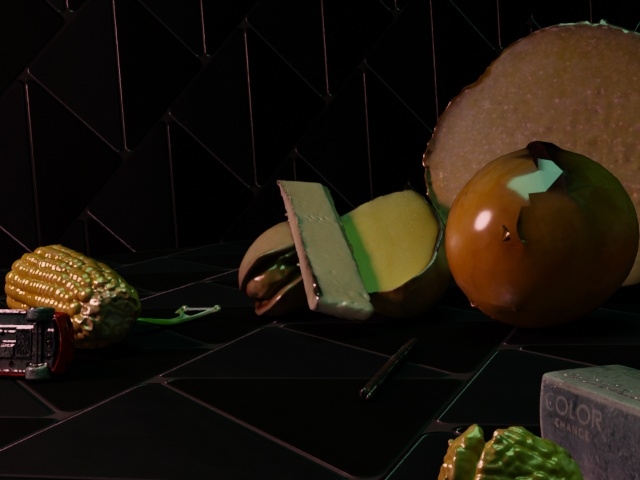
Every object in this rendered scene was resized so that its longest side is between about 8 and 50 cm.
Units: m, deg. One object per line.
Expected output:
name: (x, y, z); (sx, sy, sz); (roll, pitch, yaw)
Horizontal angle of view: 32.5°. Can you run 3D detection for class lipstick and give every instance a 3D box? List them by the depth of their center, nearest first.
lipstick: (0.221, 0.129, 0.649); (0.076, 0.077, 0.290); (-5, 4, -15)

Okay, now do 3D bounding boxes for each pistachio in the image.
pistachio: (-0.052, 0.046, 1.632); (0.144, 0.143, 0.215); (-2, 10, 21)

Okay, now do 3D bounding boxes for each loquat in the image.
loquat: (0.267, -0.005, 1.343); (0.235, 0.235, 0.235); (-4, 5, 0)

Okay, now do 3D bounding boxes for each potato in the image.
potato: (0.114, 0.034, 1.563); (0.160, 0.111, 0.271); (-31, 26, 1)
potato: (0.405, -0.111, 1.676); (0.442, 0.385, 0.319); (9, -3, 20)

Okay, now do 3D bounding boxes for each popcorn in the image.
popcorn: (0.100, 0.147, 0.594); (0.084, 0.084, 0.084); (-4, 5, 0)

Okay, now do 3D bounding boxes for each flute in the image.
flute: (0.075, 0.132, 1.149); (0.014, 0.014, 0.269); (-3, 4, 15)

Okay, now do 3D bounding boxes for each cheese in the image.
cheese: (0.001, 0.002, 1.547); (0.085, 0.034, 0.400); (11, 25, -15)

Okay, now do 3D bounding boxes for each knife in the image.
knife: (-0.213, 0.111, 1.580); (0.078, 0.022, 0.166); (-9, 0, 29)

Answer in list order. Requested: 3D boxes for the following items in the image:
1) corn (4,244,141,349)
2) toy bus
corn: (-0.341, 0.078, 1.485); (0.130, 0.130, 0.347); (-6, 9, -29)
toy bus: (-0.358, 0.120, 1.290); (0.195, 0.081, 0.089); (-2, -5, 29)
